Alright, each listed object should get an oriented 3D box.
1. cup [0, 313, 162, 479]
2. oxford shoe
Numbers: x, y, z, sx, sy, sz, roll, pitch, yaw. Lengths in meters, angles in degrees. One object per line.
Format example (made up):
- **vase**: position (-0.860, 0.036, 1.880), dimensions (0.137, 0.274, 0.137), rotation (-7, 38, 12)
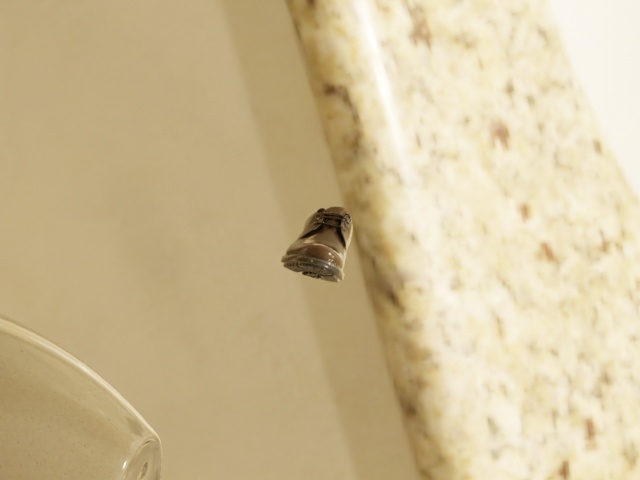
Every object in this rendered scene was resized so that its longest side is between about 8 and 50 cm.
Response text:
- **cup**: position (-0.317, 0.265, 1.430), dimensions (0.331, 0.237, 0.331), rotation (15, 90, -79)
- **oxford shoe**: position (0.000, 0.000, 1.654), dimensions (0.227, 0.083, 0.096), rotation (-88, -164, -84)
